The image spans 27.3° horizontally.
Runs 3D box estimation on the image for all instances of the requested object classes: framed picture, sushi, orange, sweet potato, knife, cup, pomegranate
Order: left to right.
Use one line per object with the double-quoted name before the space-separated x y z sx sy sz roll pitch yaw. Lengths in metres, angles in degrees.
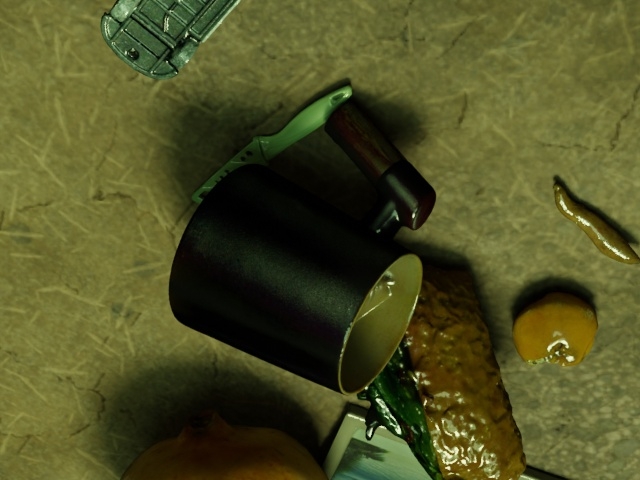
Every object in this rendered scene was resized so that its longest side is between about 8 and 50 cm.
"pomegranate" -0.103 0.309 1.393 0.264 0.264 0.264 5 125 7
"knife" -0.048 -0.089 1.241 0.207 0.014 0.030 -35 114 29
"cup" -0.010 0.007 1.178 0.177 0.166 0.239 26 116 24
"sushi" 0.106 0.147 1.291 0.140 0.149 0.287 -15 84 -8
"framed picture" 0.139 0.319 1.485 0.315 0.024 0.232 19 124 -5
"orange" 0.229 0.090 1.288 0.086 0.062 0.086 4 122 7
"sweet potato" 0.254 -0.013 1.235 0.115 0.026 0.026 38 122 -11

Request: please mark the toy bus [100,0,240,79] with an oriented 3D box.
"toy bus" -0.102 -0.226 1.109 0.087 0.089 0.194 38 122 -14
